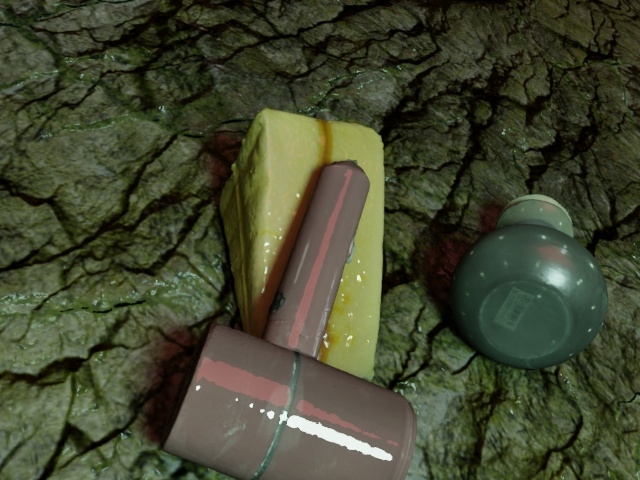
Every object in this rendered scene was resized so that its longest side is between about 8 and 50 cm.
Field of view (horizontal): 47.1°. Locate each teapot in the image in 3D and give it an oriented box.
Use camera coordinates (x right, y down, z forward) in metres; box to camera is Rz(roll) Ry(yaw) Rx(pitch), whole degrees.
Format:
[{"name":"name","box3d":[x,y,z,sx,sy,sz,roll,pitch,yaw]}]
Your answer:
[{"name":"teapot","box3d":[0.264,0.037,0.931,0.183,0.184,0.251,31,31,1]}]

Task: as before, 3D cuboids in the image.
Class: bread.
[{"name":"bread","box3d":[0.000,0.004,0.815,0.167,0.163,0.264,4,49,-26]}]

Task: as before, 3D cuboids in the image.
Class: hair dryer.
[{"name":"hair dryer","box3d":[0.006,0.069,0.721,0.210,0.125,0.353,23,65,-8]}]
